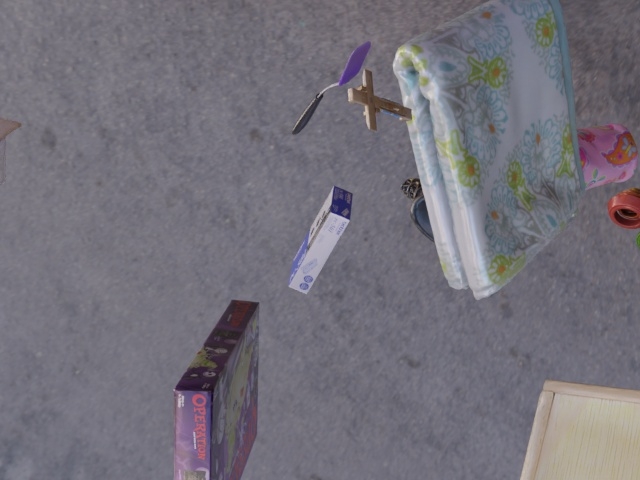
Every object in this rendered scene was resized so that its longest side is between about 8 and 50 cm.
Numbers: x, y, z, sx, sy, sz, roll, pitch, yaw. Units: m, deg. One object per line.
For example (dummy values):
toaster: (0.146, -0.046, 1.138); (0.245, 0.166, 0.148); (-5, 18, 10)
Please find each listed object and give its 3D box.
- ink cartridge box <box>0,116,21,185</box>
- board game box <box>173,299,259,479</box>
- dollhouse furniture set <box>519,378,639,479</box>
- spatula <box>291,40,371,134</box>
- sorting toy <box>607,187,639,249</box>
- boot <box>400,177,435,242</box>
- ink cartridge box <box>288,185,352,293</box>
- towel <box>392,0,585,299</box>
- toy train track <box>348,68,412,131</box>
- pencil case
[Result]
ink cartridge box: (-0.402, -0.077, 0.946); (0.104, 0.181, 0.062); (16, 121, 6)
board game box: (-0.125, 0.221, 1.147); (0.056, 0.347, 0.208); (7, 103, 3)
dollhouse furniture set: (0.306, 0.299, 0.677); (0.362, 0.394, 0.257); (-1, 63, 48)
spatula: (0.016, -0.304, 1.857); (0.030, 0.084, 0.296); (49, 137, 0)
sorting toy: (0.369, -0.026, 1.006); (0.102, 0.042, 0.061); (39, 149, -14)
boot: (0.222, -0.064, 1.740); (0.229, 0.263, 0.091); (40, 109, 52)
ink cartridge box: (0.000, 0.000, 1.815); (0.046, 0.097, 0.207); (22, 126, -10)
towel: (0.259, -0.145, 1.285); (0.090, 0.320, 0.375); (4, 119, 43)
toy train track: (0.045, -0.105, 0.711); (0.014, 0.083, 0.048); (-11, 79, 37)
pencil case: (0.459, -0.140, 1.684); (0.124, 0.284, 0.124); (34, 132, 49)
